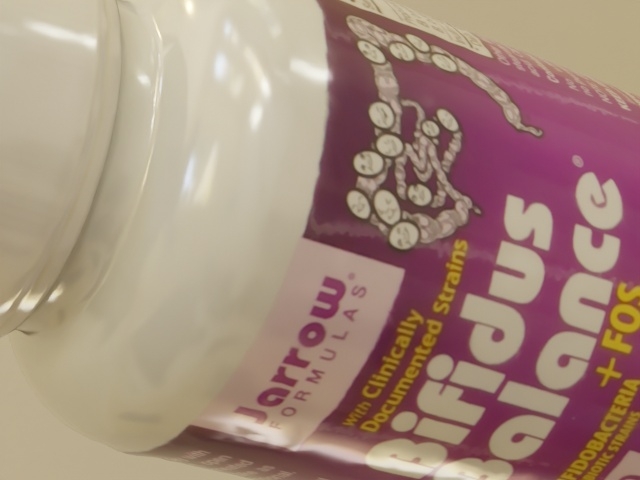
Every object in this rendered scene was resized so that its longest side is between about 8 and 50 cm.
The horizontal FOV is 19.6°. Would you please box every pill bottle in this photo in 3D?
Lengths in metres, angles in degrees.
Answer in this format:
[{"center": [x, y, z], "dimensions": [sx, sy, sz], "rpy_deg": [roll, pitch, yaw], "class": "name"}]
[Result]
[{"center": [0.000, 0.000, 0.625], "dimensions": [0.302, 0.169, 0.169], "rpy_deg": [16, -96, -29], "class": "pill bottle"}]
